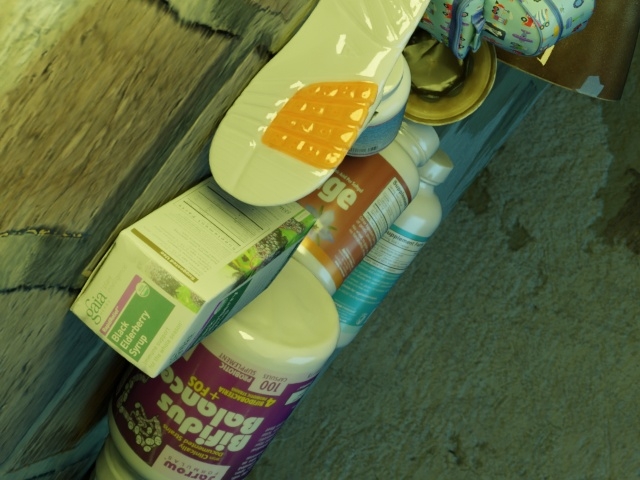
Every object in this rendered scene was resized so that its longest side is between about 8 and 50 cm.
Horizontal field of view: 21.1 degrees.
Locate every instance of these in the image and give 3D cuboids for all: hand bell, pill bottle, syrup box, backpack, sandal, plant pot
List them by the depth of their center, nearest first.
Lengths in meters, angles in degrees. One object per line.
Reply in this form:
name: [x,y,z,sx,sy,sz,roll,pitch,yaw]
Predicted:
sandal: [0.015,-0.136,1.430,0.265,0.102,0.076,-53,170,-1]
syrup box: [-0.104,0.019,1.475,0.093,0.096,0.237,-55,173,27]
backpack: [0.155,-0.229,1.551,0.117,0.173,0.158,-50,173,-13]
pill bottle: [0.040,-0.140,1.617,0.087,0.087,0.160,-50,173,-11]
pill bottle: [-0.118,0.157,1.773,0.301,0.169,0.169,-57,171,33]
pill bottle: [0.028,-0.052,1.843,0.216,0.121,0.121,-50,173,-16]
hand bell: [0.119,-0.197,1.865,0.126,0.126,0.242,-53,-176,8]
pill bottle: [0.045,-0.011,2.049,0.264,0.146,0.146,-54,172,16]
plant pot: [0.305,-0.314,2.058,0.230,0.215,0.215,-68,169,14]

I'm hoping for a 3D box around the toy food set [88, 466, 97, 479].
toy food set: [-0.133,0.214,2.087,0.306,0.092,0.220,-54,160,17]
